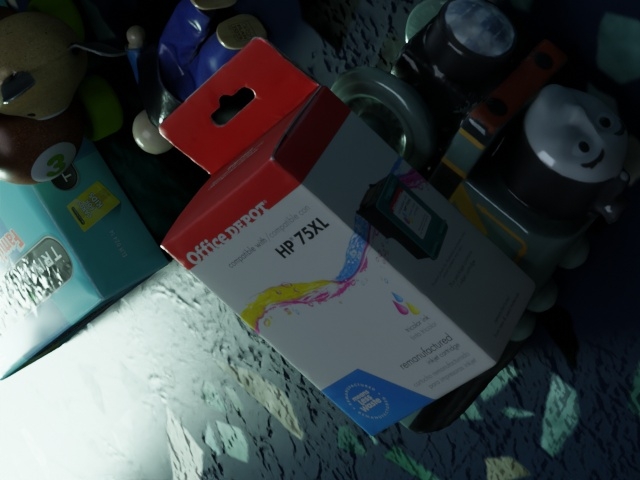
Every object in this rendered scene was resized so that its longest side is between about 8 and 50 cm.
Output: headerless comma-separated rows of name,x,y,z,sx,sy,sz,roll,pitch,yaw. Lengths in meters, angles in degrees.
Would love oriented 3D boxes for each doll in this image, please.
doll,-0.102,-0.118,1.512,0.129,0.046,0.189,56,145,10

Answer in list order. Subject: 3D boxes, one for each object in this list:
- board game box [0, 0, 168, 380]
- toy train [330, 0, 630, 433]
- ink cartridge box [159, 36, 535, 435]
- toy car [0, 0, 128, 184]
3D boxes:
board game box,-0.301,-0.066,1.764,0.336,0.079,0.254,58,145,2
toy train,0.078,-0.014,1.307,0.190,0.142,0.334,39,140,7
ink cartridge box,0.000,0.000,1.213,0.231,0.078,0.134,42,138,-10
toy car,-0.219,-0.117,1.533,0.188,0.155,0.149,-2,114,63
